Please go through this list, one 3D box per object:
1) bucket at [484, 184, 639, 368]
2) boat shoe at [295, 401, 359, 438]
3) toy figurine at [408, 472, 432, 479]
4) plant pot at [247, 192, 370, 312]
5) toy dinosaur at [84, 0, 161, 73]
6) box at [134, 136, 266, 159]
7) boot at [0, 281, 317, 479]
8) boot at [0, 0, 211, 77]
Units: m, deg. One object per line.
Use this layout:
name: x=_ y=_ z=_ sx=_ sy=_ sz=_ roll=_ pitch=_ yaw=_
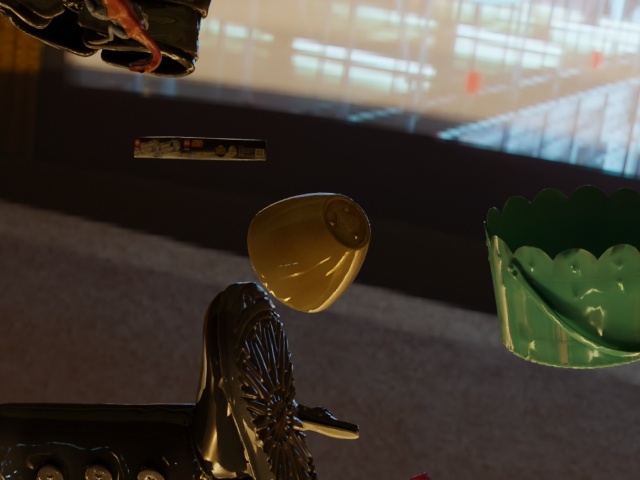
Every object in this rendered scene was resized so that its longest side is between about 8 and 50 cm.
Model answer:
bucket: x=0.369 y=0.049 z=1.950 sx=0.281 sy=0.183 sz=0.281 roll=-5 pitch=-160 yaw=2
boat shoe: x=-0.002 y=0.269 z=2.095 sx=0.133 sy=0.042 sz=0.049 roll=10 pitch=156 yaw=21
toy figurine: x=0.123 y=0.282 z=1.277 sx=0.159 sy=0.130 sz=0.173 roll=56 pitch=-157 yaw=1
plant pot: x=0.000 y=0.000 z=1.545 sx=0.134 sy=0.134 sz=0.095 roll=-12 pitch=163 yaw=-44
toy dinosaur: x=-0.148 y=-0.159 z=1.014 sx=0.082 sy=0.047 sz=0.090 roll=45 pitch=175 yaw=-4
box: x=-0.148 y=-0.113 z=1.716 sx=0.137 sy=0.027 sz=0.094 roll=-2 pitch=-177 yaw=-45
boot: x=-0.256 y=0.242 z=1.947 sx=0.445 sy=0.367 sz=0.146 roll=-3 pitch=-161 yaw=25
boot: x=-0.079 y=-0.229 z=1.122 sx=0.338 sy=0.223 sz=0.118 roll=8 pitch=161 yaw=20
